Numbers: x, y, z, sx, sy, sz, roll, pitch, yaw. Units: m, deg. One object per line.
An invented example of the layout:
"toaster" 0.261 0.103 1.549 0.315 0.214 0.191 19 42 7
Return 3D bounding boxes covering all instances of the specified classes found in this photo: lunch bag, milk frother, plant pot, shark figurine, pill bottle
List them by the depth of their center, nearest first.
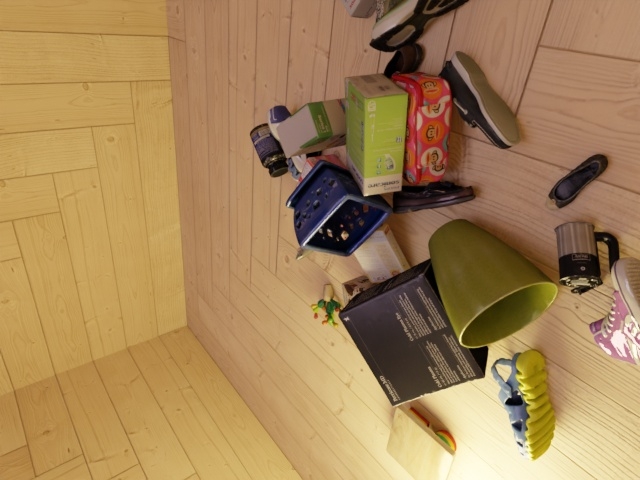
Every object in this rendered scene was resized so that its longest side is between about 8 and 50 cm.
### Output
"milk frother" 0.613 0.048 1.017 0.143 0.129 0.135 88 -170 -68
"plant pot" 0.425 0.090 1.171 0.275 0.274 0.294 111 146 -41
"lunch bag" 0.269 -0.330 1.242 0.258 0.120 0.294 -115 18 -59
"plant pot" 0.044 -0.109 1.369 0.236 0.235 0.212 -48 51 25
"shark figurine" 0.019 -0.022 1.792 0.116 0.166 0.278 40 120 2
"pill bottle" -0.219 -0.396 1.903 0.122 0.122 0.220 -35 75 53

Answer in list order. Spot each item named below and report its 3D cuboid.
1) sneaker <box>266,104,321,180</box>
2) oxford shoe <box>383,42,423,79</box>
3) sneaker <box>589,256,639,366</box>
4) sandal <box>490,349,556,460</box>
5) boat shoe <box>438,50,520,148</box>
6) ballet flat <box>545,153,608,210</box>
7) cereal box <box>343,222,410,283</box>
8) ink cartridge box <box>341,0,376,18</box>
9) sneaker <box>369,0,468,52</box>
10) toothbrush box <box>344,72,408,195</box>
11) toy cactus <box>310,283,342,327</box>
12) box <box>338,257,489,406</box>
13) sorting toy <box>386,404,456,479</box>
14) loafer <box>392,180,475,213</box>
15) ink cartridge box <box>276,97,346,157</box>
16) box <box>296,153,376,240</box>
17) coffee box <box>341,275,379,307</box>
"sneaker" -0.077 -0.410 1.725 0.182 0.127 0.316 -22 93 50
"oxford shoe" 0.218 -0.486 1.309 0.083 0.096 0.227 51 145 27
"sneaker" 0.661 0.168 0.953 0.161 0.102 0.282 -10 111 59
"sandal" 0.571 0.459 1.224 0.138 0.126 0.318 -5 91 57
"boat shoe" 0.406 -0.348 1.116 0.091 0.114 0.303 -47 54 49
"ballet flat" 0.588 -0.135 1.005 0.058 0.049 0.173 55 141 24
"cereal box" 0.202 0.050 1.491 0.172 0.047 0.240 -3 127 43
"ink cartridge box" 0.113 -0.820 1.320 0.153 0.086 0.209 -42 71 52
"sneaker" 0.266 -0.683 1.136 0.410 0.157 0.182 -19 80 52
"toothbrush box" 0.151 -0.304 1.231 0.206 0.121 0.284 -110 15 -54
"toy cactus" 0.027 0.284 1.890 0.219 0.112 0.181 -2 92 62
"box" 0.286 0.281 1.328 0.312 0.179 0.344 -30 91 28
"sorting toy" 0.387 0.774 1.610 0.255 0.089 0.258 33 128 41
"loafer" 0.326 -0.142 1.307 0.302 0.108 0.096 -7 94 57
"ink cartridge box" 0.025 -0.386 1.456 0.201 0.278 0.117 -17 94 54
"box" 0.059 -0.167 1.612 0.300 0.142 0.154 52 139 25
"coffee box" 0.224 0.241 1.581 0.297 0.118 0.168 5 108 52
